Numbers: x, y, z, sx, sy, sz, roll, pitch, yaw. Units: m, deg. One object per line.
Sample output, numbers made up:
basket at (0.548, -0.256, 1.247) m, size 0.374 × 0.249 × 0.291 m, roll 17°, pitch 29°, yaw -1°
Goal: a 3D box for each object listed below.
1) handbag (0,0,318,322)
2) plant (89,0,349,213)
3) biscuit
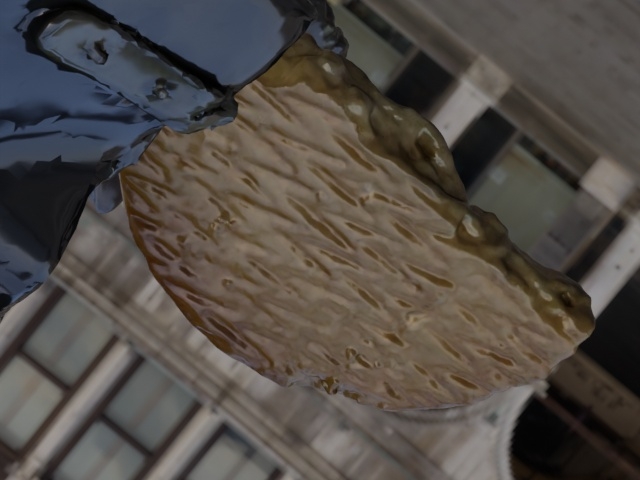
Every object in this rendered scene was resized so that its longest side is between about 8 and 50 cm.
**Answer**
handbag at (-0.181, -0.040, 0.381) m, size 0.288 × 0.342 × 0.152 m, roll 25°, pitch -154°, yaw -35°
plant at (-0.148, -0.163, 1.190) m, size 0.194 × 0.320 × 0.181 m, roll 56°, pitch -172°, yaw -44°
biscuit at (0.000, -0.001, 0.594) m, size 0.224 × 0.144 × 0.033 m, roll 39°, pitch -151°, yaw -8°
